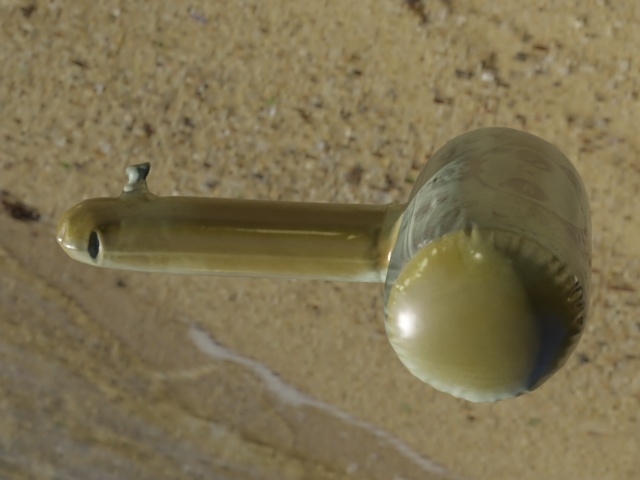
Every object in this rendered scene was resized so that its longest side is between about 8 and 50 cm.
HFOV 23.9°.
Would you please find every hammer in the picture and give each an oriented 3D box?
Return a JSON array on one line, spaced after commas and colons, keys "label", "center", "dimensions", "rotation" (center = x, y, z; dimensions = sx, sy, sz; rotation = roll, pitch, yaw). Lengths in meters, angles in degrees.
[{"label": "hammer", "center": [0.000, 0.000, 0.862], "dimensions": [0.305, 0.202, 0.113], "rotation": [5, 111, 8]}]
